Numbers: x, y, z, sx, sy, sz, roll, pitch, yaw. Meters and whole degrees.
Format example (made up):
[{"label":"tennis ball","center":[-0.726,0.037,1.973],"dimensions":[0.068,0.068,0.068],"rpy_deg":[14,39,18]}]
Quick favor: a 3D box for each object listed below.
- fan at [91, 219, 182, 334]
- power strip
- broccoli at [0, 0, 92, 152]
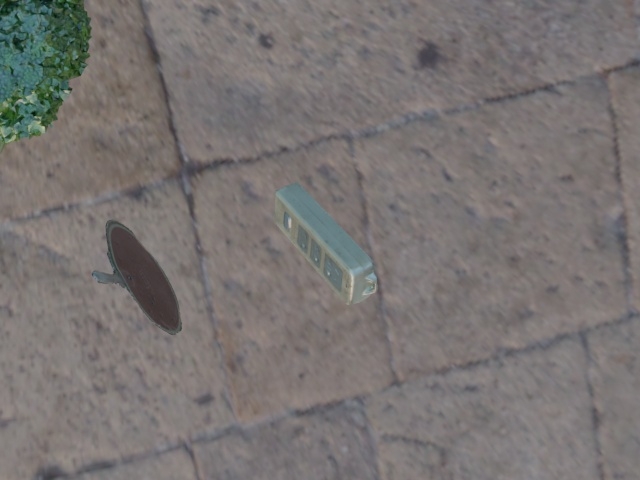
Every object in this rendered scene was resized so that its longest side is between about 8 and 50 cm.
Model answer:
[{"label":"fan","center":[-0.118,0.023,0.854],"dimensions":[0.005,0.133,0.085],"rpy_deg":[-30,84,10]},{"label":"power strip","center":[0.000,0.000,0.712],"dimensions":[0.017,0.083,0.027],"rpy_deg":[-25,143,-27]},{"label":"broccoli","center":[-0.361,-0.164,1.105],"dimensions":[0.413,0.321,0.310],"rpy_deg":[-39,93,-36]}]
